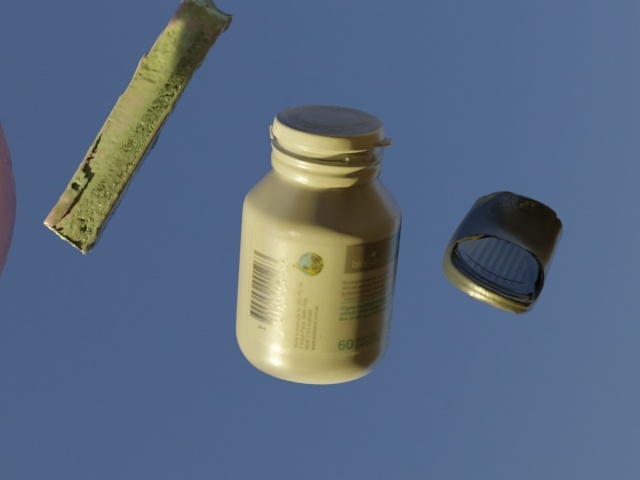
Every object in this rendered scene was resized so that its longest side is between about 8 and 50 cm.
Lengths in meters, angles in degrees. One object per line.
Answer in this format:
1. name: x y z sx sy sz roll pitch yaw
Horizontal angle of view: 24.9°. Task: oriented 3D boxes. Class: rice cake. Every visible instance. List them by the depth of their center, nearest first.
1. rice cake: -0.135 -0.089 1.075 0.043 0.034 0.211 31 -85 -5

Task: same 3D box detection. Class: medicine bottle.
1. medicine bottle: 0.000 0.000 1.227 0.135 0.135 0.215 -10 -64 -34

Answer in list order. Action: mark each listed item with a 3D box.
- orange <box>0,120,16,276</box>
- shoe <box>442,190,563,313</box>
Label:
1. orange: -0.486 -0.051 1.341 0.424 0.424 0.326 -15 -40 -32
2. shoe: 0.202 -0.014 1.532 0.241 0.108 0.093 -55 -13 -61
